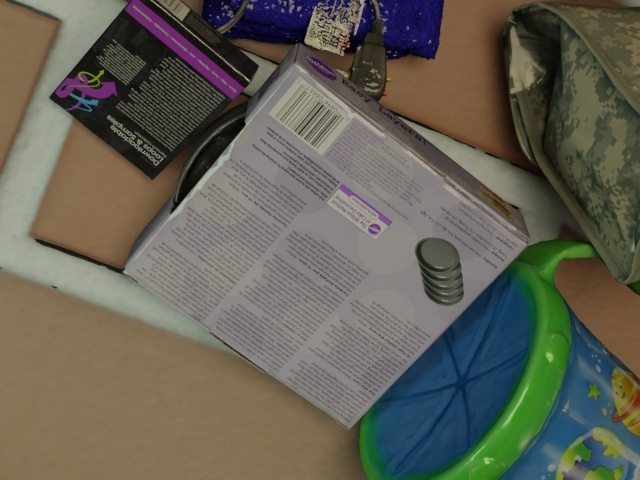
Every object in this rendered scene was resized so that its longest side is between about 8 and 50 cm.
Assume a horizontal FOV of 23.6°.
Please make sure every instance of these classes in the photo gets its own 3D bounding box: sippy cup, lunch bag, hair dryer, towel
[{"bbox_3d":[0.191,0.169,1.348,0.224,0.240,0.305,33,120,-24],"label":"sippy cup"},{"bbox_3d":[0.317,-0.112,1.365,0.235,0.287,0.169,-5,134,-24],"label":"lunch bag"},{"bbox_3d":[0.009,-0.278,1.280,0.224,0.080,0.293,22,85,-20],"label":"hair dryer"},{"bbox_3d":[0.016,-0.324,1.360,0.228,0.076,0.308,5,89,-15],"label":"towel"}]

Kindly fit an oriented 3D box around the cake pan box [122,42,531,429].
[{"bbox_3d":[0.000,0.000,1.306,0.267,0.070,0.246,35,110,-13],"label":"cake pan box"}]

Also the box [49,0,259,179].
[{"bbox_3d":[-0.142,-0.132,1.283,0.116,0.162,0.029,40,42,-13],"label":"box"}]
